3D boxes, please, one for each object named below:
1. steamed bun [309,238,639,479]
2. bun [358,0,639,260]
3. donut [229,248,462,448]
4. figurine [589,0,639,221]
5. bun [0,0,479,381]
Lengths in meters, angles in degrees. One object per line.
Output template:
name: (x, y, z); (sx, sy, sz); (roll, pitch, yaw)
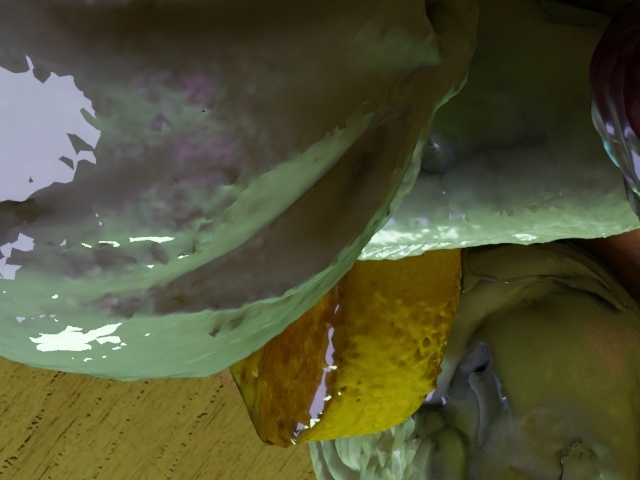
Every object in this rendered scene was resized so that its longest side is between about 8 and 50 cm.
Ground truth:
steamed bun: (0.121, 0.124, 1.323); (0.207, 0.268, 0.280); (2, 156, -20)
bun: (0.066, -0.059, 0.968); (0.231, 0.133, 0.231); (-4, 180, 0)
donut: (0.001, 0.001, 1.196); (0.118, 0.253, 0.253); (0, 180, -20)
figurine: (0.206, -0.018, 0.824); (0.240, 0.116, 0.175); (43, 167, -27)
bun: (-0.053, -0.132, 0.764); (0.219, 0.365, 0.365); (-6, 164, 0)
